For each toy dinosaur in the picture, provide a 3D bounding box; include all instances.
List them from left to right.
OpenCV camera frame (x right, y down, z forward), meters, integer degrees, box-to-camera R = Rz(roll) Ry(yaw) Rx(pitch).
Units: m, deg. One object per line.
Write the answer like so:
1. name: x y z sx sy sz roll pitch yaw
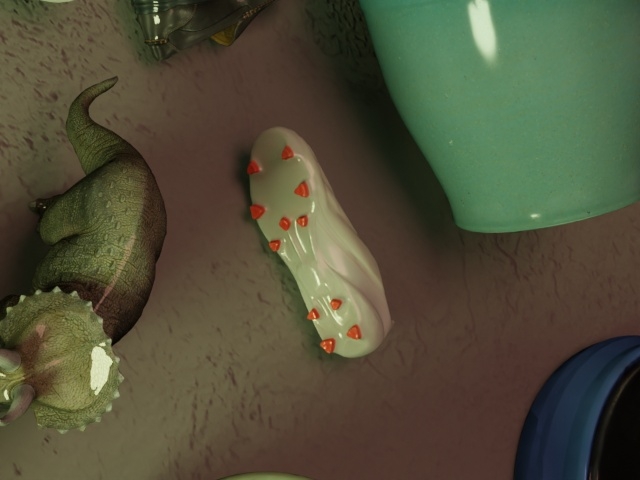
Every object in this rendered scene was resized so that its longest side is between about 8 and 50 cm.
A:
1. toy dinosaur: -0.153 0.021 1.013 0.121 0.160 0.313 41 53 -23

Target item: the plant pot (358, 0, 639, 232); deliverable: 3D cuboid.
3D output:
1. plant pot: 0.180 -0.150 1.311 0.272 0.272 0.255 -25 106 -43

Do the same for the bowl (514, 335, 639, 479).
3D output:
1. bowl: 0.338 0.273 1.406 0.391 0.077 0.391 15 65 -36

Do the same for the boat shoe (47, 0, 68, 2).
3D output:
1. boat shoe: -0.262 -0.231 1.077 0.219 0.077 0.070 19 28 -31

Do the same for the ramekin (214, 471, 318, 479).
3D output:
1. ramekin: -0.065 0.311 0.993 0.303 0.148 0.303 15 66 -37

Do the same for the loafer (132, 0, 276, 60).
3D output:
1. loafer: -0.081 -0.186 1.229 0.170 0.062 0.061 -18 109 -40

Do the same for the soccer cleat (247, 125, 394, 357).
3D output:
1. soccer cleat: 0.000 0.000 1.225 0.076 0.068 0.196 -26 93 -58
